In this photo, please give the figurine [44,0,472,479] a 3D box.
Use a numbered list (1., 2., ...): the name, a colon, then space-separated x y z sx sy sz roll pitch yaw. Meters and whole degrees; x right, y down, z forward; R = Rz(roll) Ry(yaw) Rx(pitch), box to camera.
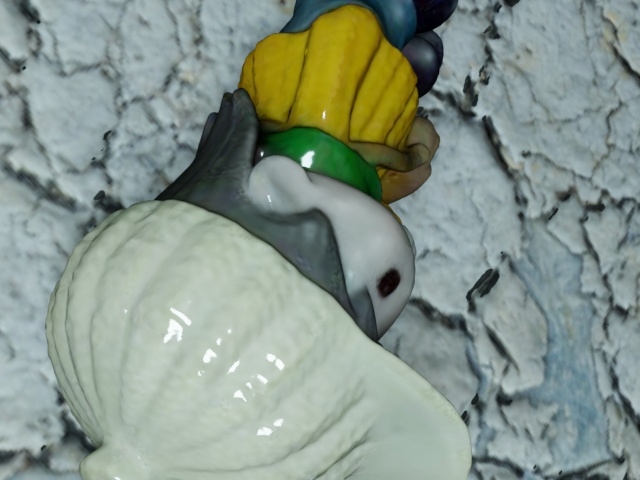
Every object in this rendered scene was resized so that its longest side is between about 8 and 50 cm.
1. figurine: -0.028 -0.011 0.646 0.205 0.185 0.332 2 57 -1
